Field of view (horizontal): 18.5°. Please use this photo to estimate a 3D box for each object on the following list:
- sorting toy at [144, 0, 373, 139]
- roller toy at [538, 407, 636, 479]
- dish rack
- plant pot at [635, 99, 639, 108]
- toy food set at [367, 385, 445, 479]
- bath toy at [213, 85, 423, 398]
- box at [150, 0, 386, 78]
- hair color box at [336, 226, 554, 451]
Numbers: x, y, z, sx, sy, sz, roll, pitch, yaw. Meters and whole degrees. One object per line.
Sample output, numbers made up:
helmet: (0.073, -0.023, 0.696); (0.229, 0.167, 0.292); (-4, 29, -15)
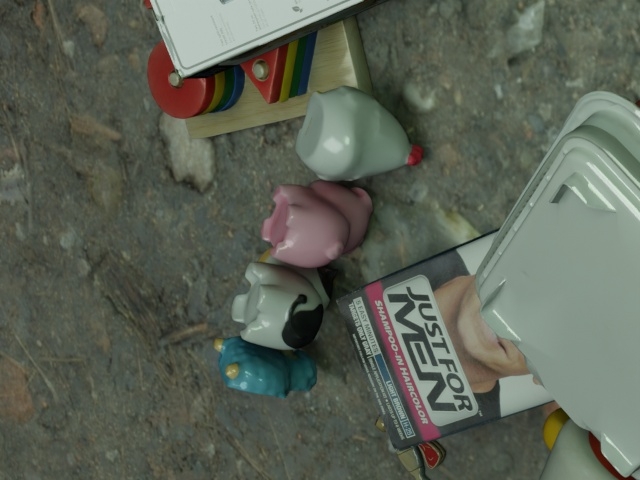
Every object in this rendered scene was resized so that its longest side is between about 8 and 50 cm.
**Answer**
sorting toy: (-0.094, -0.244, 2.070); (0.257, 0.089, 0.256); (-10, 96, 42)
roller toy: (0.294, 0.244, 1.805); (0.191, 0.209, 0.146); (14, 118, -5)
dish rack: (0.250, 0.062, 1.613); (0.285, 0.072, 0.333); (48, 153, 13)
plant pot: (0.391, -0.037, 1.606); (0.265, 0.272, 0.272); (-4, 99, 50)
toy food set: (0.092, 0.196, 2.081); (0.078, 0.019, 0.122); (-42, 74, 40)
bath toy: (0.000, 0.000, 2.038); (0.151, 0.129, 0.348); (-111, 38, -56)
box: (-0.030, -0.287, 1.916); (0.290, 0.087, 0.169); (-23, 90, 14)
hair color box: (0.191, 0.074, 1.903); (0.347, 0.105, 0.174); (-25, 86, 42)
